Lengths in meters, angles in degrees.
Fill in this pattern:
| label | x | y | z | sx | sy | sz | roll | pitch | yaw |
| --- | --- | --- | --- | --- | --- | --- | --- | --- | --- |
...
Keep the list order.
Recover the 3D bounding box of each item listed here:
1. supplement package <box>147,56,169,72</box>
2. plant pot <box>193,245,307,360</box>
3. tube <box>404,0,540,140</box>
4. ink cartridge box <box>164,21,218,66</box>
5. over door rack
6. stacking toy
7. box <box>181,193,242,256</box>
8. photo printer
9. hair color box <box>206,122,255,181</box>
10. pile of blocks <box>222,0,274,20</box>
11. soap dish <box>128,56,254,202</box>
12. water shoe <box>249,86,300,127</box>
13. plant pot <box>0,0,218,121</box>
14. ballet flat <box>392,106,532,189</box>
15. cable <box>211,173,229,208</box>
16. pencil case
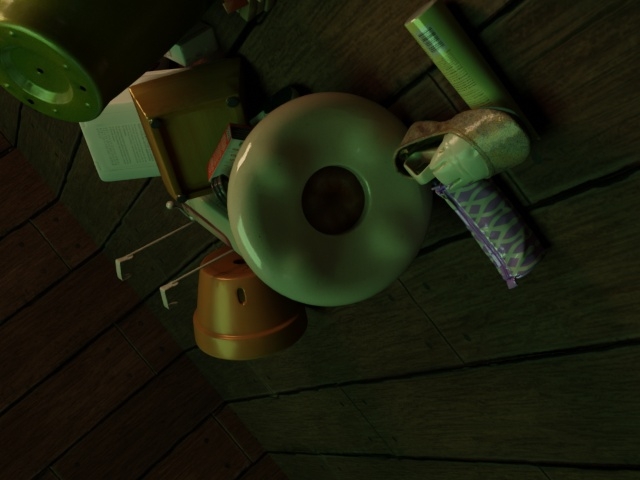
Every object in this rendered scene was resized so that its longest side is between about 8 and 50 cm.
| label | x | y | z | sx | sy | sz | roll | pitch | yaw |
| --- | --- | --- | --- | --- | --- | --- | --- | --- | --- |
| supplement package | -0.472 | -0.403 | 2.095 | 0.204 | 0.145 | 0.262 | 47 | 157 | 7 |
| plant pot | -0.186 | 0.136 | 2.272 | 0.291 | 0.291 | 0.203 | 23 | 128 | 46 |
| tube | 0.213 | -0.228 | 1.271 | 0.062 | 0.070 | 0.240 | -34 | 104 | 24 |
| ink cartridge box | -0.278 | -0.405 | 1.820 | 0.122 | 0.088 | 0.052 | 31 | 148 | 35 |
| over door rack | -0.326 | 0.000 | 2.213 | 0.239 | 0.324 | 0.108 | 24 | 146 | 45 |
| stacking toy | -0.035 | -0.081 | 1.665 | 0.350 | 0.350 | 0.480 | 56 | 169 | -13 |
| box | -0.198 | -0.088 | 2.079 | 0.232 | 0.148 | 0.127 | 37 | 154 | 28 |
| photo printer | -0.355 | -0.251 | 1.973 | 0.256 | 0.307 | 0.107 | 83 | -179 | -51 |
| hair color box | -0.168 | -0.168 | 1.790 | 0.141 | 0.072 | 0.043 | -52 | 40 | 47 |
| pile of blocks | -0.102 | -0.449 | 1.416 | 0.149 | 0.112 | 0.362 | 54 | 156 | -10 |
| soap dish | -0.239 | -0.217 | 1.854 | 0.291 | 0.229 | 0.118 | 78 | 176 | -48 |
| water shoe | -0.068 | -0.240 | 1.744 | 0.080 | 0.073 | 0.203 | 38 | 167 | -18 |
| plant pot | -0.399 | -0.407 | 1.561 | 0.366 | 0.353 | 0.366 | 19 | 151 | 11 |
| ballet flat | 0.194 | -0.122 | 1.326 | 0.107 | 0.106 | 0.316 | 48 | 168 | -13 |
| cable | -0.132 | -0.060 | 1.866 | 0.072 | 0.139 | 0.287 | -14 | 137 | 15 |
| pencil case | 0.265 | -0.032 | 1.424 | 0.206 | 0.088 | 0.086 | 49 | 142 | -3 |
